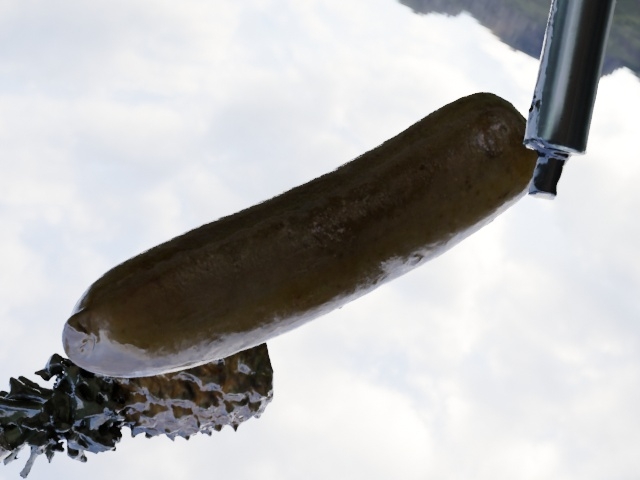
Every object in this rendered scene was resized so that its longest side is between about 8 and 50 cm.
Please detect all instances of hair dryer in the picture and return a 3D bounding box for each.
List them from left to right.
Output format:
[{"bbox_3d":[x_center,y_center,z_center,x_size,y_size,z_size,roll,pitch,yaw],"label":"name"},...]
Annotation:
[{"bbox_3d":[0.133,-0.204,0.702,0.320,0.156,0.284,20,-106,-3],"label":"hair dryer"}]

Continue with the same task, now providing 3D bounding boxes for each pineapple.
[{"bbox_3d":[-0.228,0.164,1.119,0.340,0.169,0.169,-15,-132,-14],"label":"pineapple"}]

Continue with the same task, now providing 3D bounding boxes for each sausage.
[{"bbox_3d":[-0.001,0.002,0.952,0.500,0.136,0.123,-26,-118,-19],"label":"sausage"}]

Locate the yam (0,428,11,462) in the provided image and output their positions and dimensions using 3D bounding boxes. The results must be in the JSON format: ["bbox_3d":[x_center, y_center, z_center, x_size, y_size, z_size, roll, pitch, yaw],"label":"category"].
[{"bbox_3d":[-0.353,0.203,0.914,0.141,0.079,0.079,-35,-119,-15],"label":"yam"}]
